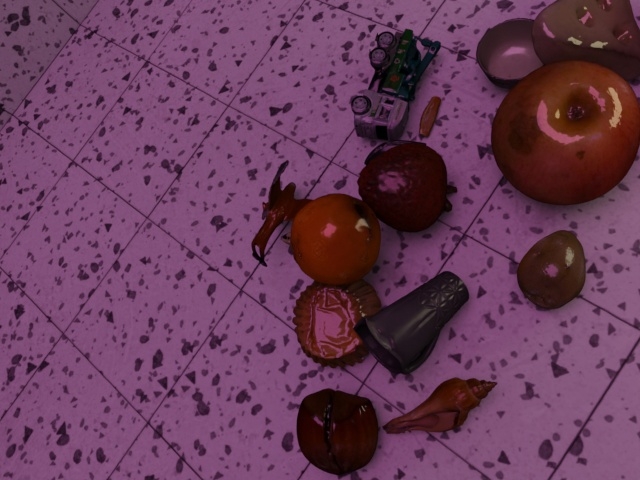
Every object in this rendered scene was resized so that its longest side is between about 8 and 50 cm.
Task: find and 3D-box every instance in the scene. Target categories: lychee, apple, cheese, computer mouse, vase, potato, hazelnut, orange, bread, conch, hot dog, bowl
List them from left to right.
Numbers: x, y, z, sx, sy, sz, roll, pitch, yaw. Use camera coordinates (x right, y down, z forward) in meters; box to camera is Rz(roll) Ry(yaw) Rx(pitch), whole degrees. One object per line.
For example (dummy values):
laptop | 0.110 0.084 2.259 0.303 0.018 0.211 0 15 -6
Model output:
bread | 0.042 0.215 1.617 0.274 0.149 0.274 -4 73 15
hazelnut | 0.041 0.491 1.497 0.212 0.181 0.180 -1 51 12
orange | 0.044 -0.002 1.536 0.246 0.246 0.246 -8 68 20
computer mouse | 0.220 -0.266 1.741 0.192 0.106 0.062 -16 78 12
lychee | 0.247 -0.144 1.622 0.255 0.300 0.255 -39 41 44
vase | 0.248 0.209 1.501 0.301 0.251 0.156 -35 33 -22
hot dog | 0.331 -0.379 1.783 0.044 0.028 0.137 19 81 1
conch | 0.300 0.422 1.473 0.330 0.093 0.109 -35 78 30
bowl | 0.565 -0.525 1.692 0.212 0.112 0.211 -8 69 21
potato | 0.586 0.068 1.456 0.157 0.157 0.194 25 69 28
apple | 0.608 -0.274 1.459 0.364 0.364 0.363 -8 68 20
cheese | 0.695 -0.600 1.575 0.329 0.129 0.350 -1 69 -17

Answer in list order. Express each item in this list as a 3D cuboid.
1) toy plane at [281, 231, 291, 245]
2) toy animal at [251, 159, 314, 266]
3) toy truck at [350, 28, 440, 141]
toy plane | 0.000 0.000 1.738 0.244 0.092 0.228 -3 57 28
toy animal | -0.127 -0.056 1.752 0.284 0.225 0.302 -54 18 -9
toy truck | 0.221 -0.481 1.791 0.178 0.176 0.363 22 79 15
